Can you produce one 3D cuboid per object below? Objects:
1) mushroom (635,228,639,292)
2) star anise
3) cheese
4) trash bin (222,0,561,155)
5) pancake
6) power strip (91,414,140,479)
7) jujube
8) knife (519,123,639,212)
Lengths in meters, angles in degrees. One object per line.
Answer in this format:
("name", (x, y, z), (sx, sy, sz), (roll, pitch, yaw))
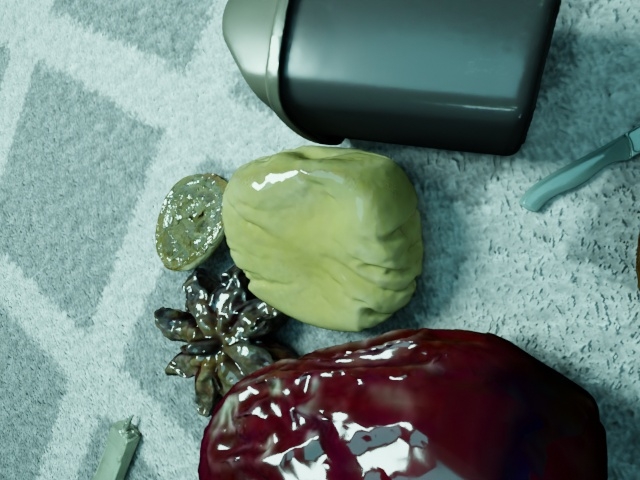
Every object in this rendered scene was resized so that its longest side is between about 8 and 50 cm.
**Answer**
("mushroom", (0.390, -0.015, 0.290), (0.331, 0.356, 0.334), (-28, 115, 22))
("star anise", (-0.135, 0.141, 0.610), (0.236, 0.109, 0.223), (-12, 88, 25))
("cheese", (0.000, 0.000, 0.511), (0.226, 0.117, 0.213), (3, 116, 24))
("trash bin", (0.069, -0.182, 0.452), (0.291, 0.209, 0.182), (15, 94, 22))
("pancake", (-0.189, -0.029, 0.665), (0.158, 0.028, 0.158), (-11, 68, 29))
("power strip", (-0.347, 0.373, 0.756), (0.048, 0.030, 0.191), (30, 103, 26))
("jujube", (0.063, 0.216, 0.424), (0.377, 0.258, 0.258), (-16, 82, 34))
("knife", (0.294, -0.090, 0.435), (0.210, 0.015, 0.028), (-33, 68, 23))
